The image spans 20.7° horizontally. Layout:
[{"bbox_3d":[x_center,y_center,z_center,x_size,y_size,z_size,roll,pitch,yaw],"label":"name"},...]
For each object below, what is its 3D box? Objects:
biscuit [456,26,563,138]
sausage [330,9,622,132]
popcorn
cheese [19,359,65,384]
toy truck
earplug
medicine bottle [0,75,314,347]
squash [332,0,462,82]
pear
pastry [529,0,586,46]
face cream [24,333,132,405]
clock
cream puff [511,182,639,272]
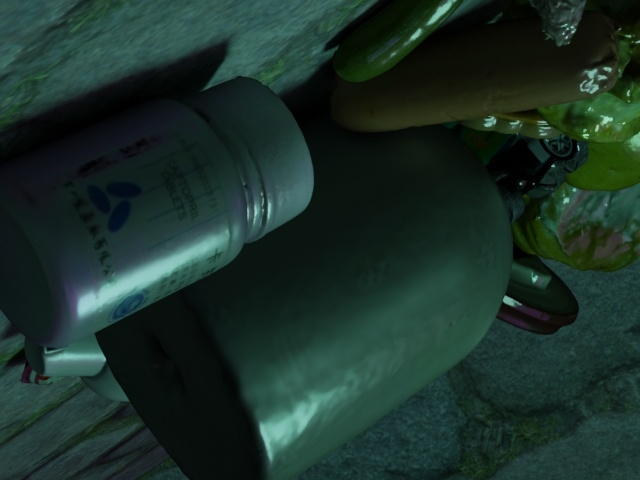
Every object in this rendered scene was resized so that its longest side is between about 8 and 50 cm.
[{"bbox_3d":[0.191,-0.175,1.821,0.170,0.170,0.050,-26,144,-38],"label":"biscuit"},{"bbox_3d":[0.141,-0.155,1.621,0.289,0.086,0.086,-8,-175,30],"label":"sausage"},{"bbox_3d":[0.273,-0.207,1.708,0.183,0.221,0.204,2,-130,39],"label":"popcorn"},{"bbox_3d":[-0.307,0.128,2.042,0.095,0.038,0.145,-31,162,-26],"label":"cheese"},{"bbox_3d":[0.223,-0.128,2.052,0.176,0.178,0.363,-39,176,-34],"label":"toy truck"},{"bbox_3d":[0.001,0.041,1.755,0.394,0.313,0.312,-29,171,-26],"label":"earplug"},{"bbox_3d":[-0.140,-0.029,1.392,0.254,0.152,0.152,-26,169,-31],"label":"medicine bottle"},{"bbox_3d":[0.082,-0.203,1.571,0.183,0.052,0.052,-41,169,25],"label":"squash"},{"bbox_3d":[0.373,-0.183,2.182,0.212,0.212,0.269,-22,138,-52],"label":"pear"},{"bbox_3d":[0.256,-0.285,1.560,0.265,0.112,0.103,-41,166,-34],"label":"pastry"},{"bbox_3d":[-0.190,0.116,1.995,0.369,0.145,0.145,5,146,-43],"label":"face cream"},{"bbox_3d":[0.237,0.020,2.527,0.080,0.318,0.318,-59,164,14],"label":"clock"},{"bbox_3d":[0.405,-0.134,2.496,0.378,0.275,0.378,-17,137,-16],"label":"cream puff"}]
